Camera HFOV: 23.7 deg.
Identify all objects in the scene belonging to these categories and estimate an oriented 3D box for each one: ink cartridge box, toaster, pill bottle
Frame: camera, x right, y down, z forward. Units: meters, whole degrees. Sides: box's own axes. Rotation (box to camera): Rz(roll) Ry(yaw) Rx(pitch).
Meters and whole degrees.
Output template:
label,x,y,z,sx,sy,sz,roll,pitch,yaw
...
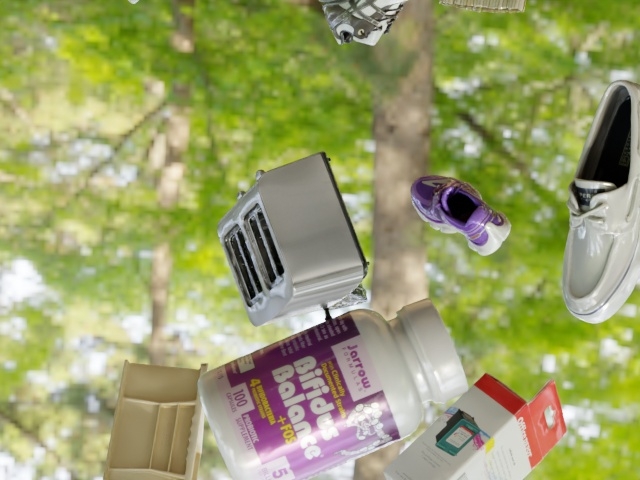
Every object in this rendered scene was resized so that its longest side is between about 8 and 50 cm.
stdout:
label,x,y,z,sx,sy,sz,roll,pitch,yaw
ink cartridge box,0.197,0.263,1.900,0.231,0.134,0.078,-41,-129,-16
toaster,-0.032,0.009,1.808,0.110,0.186,0.168,-16,169,-25
pill bottle,0.018,0.183,1.839,0.301,0.169,0.169,-23,-160,-2

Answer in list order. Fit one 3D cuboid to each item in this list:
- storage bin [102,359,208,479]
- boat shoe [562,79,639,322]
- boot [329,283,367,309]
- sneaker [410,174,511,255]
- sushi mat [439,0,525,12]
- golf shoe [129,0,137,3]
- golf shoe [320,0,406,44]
label,x,y,z,sx,sy,sz,roll,pitch,yaw
storage bin,-0.242,0.348,2.200,0.123,0.262,0.260,7,-126,-3
boat shoe,0.313,-0.045,1.669,0.088,0.268,0.096,19,-179,-45
boot,0.000,0.000,2.548,0.094,0.207,0.246,-13,163,21
sneaker,0.155,-0.046,1.750,0.071,0.068,0.170,45,174,-34
sushi mat,0.240,-0.460,2.020,0.019,0.317,0.151,8,-177,-45
golf shoe,-0.272,-0.414,2.404,0.176,0.086,0.069,13,-175,40
golf shoe,0.080,-0.301,1.950,0.077,0.094,0.198,-16,-172,-36
